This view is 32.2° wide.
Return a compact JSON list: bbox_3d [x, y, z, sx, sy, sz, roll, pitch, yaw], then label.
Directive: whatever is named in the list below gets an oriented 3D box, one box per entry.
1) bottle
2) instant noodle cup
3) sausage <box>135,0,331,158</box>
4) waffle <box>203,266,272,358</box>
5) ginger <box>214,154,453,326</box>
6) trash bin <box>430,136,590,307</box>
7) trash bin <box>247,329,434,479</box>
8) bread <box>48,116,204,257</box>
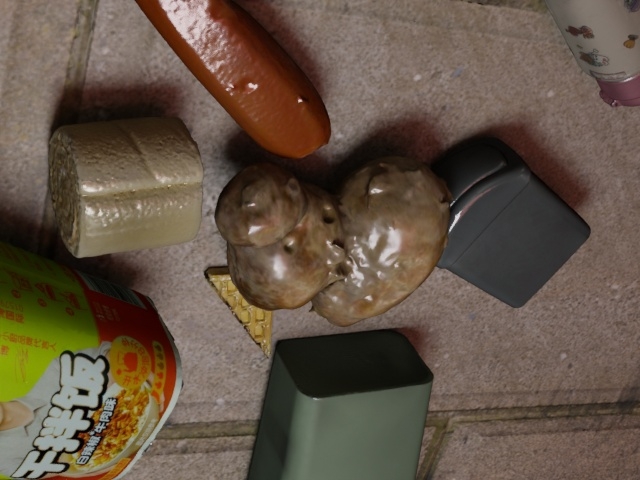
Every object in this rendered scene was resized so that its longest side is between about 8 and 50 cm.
[{"bbox_3d":[0.352,-0.258,1.347,0.110,0.110,0.233,-39,129,4],"label":"bottle"},{"bbox_3d":[-0.338,0.136,1.221,0.308,0.294,0.294,19,113,-41],"label":"instant noodle cup"},{"bbox_3d":[-0.101,-0.204,1.182,0.094,0.097,0.348,-45,129,0],"label":"sausage"},{"bbox_3d":[-0.105,0.097,1.442,0.097,0.023,0.152,-8,126,-19],"label":"waffle"},{"bbox_3d":[0.000,0.000,1.331,0.304,0.155,0.244,0,138,-32],"label":"ginger"},{"bbox_3d":[0.232,-0.024,1.467,0.236,0.101,0.176,31,105,-40],"label":"trash bin"},{"bbox_3d":[0.025,0.311,1.567,0.223,0.158,0.343,-3,123,-23],"label":"trash bin"},{"bbox_3d":[-0.212,-0.061,1.208,0.141,0.134,0.148,-8,138,-26],"label":"bread"}]
